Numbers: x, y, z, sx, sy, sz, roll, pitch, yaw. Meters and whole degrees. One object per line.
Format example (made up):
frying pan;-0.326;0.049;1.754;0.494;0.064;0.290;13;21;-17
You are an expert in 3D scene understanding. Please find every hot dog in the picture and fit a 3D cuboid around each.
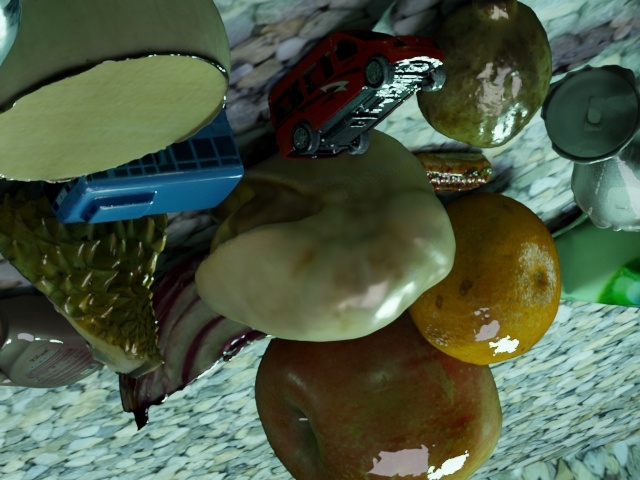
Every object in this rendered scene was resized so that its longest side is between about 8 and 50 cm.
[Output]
hot dog;0.146;-0.079;2.104;0.144;0.038;0.062;-1;154;-42

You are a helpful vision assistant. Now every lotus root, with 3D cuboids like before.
lotus root;0.162;-0.174;1.753;0.138;0.138;0.214;-17;149;-8

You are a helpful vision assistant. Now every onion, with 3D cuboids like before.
onion;-0.138;0.087;2.131;0.314;0.146;0.280;-35;-172;-19

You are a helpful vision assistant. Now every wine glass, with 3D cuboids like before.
wine glass;0.339;-0.111;2.070;0.156;0.156;0.232;-25;156;13

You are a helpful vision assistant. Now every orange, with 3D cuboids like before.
orange;0.202;0.050;2.245;0.170;0.224;0.224;-3;175;39

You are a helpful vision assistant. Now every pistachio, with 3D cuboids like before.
pistachio;0.000;0.000;1.895;0.238;0.229;0.321;32;150;-35

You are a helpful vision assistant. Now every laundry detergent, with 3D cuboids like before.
laundry detergent;-0.360;0.125;2.098;0.171;0.076;0.237;-34;156;32

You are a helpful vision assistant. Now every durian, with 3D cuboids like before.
durian;-0.256;0.017;1.766;0.195;0.305;0.186;27;99;-20

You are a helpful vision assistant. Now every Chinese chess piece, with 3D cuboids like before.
Chinese chess piece;-0.198;-0.140;1.510;0.249;0.103;0.250;-18;162;-6

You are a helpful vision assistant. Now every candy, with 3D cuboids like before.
candy;0.422;0.033;2.507;0.397;0.172;0.262;-20;161;41

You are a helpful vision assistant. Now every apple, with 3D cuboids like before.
apple;0.070;0.213;2.383;0.277;0.319;0.319;-33;166;-22

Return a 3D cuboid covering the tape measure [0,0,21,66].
tape measure;-0.337;-0.174;1.224;0.256;0.147;0.275;-9;154;-34

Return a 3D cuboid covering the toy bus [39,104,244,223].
toy bus;-0.175;-0.076;1.699;0.184;0.106;0.090;-8;160;-31

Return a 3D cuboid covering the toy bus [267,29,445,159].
toy bus;0.033;-0.152;1.722;0.081;0.089;0.195;-3;155;-41
